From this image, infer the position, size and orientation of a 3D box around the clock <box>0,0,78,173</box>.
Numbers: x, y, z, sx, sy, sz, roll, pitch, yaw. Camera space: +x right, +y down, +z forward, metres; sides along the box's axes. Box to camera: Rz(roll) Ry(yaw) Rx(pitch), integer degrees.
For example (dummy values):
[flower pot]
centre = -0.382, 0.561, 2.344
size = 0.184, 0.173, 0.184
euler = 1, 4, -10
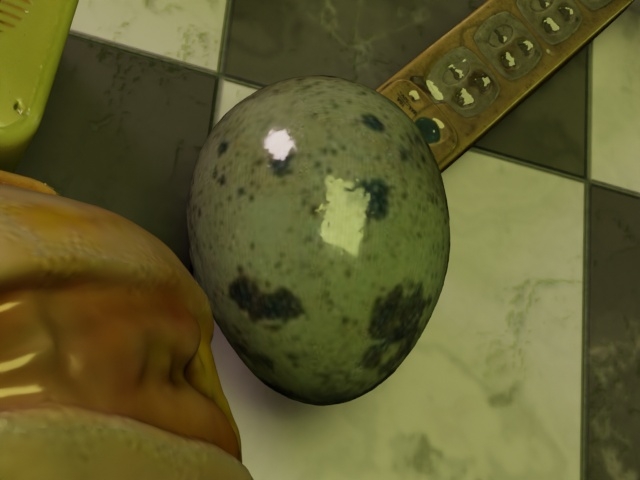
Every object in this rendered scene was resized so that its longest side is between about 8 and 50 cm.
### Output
[clock]
centre = -0.237, -0.116, 0.821
size = 0.202, 0.096, 0.143
euler = 21, 58, -15

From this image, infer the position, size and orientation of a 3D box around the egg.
[egg]
centre = 0.000, 0.000, 0.846
size = 0.141, 0.141, 0.182
euler = 5, 63, -22

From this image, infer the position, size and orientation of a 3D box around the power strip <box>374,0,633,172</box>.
[power strip]
centre = 0.106, -0.111, 1.001
size = 0.064, 0.044, 0.305
euler = 48, 58, 2

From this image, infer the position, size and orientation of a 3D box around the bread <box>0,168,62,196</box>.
[bread]
centre = -0.178, -0.004, 0.802
size = 0.110, 0.083, 0.044
euler = 18, 53, -19

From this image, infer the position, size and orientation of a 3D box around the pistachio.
[pistachio]
centre = -0.167, 0.091, 0.689
size = 0.308, 0.230, 0.230
euler = 0, 66, -42
